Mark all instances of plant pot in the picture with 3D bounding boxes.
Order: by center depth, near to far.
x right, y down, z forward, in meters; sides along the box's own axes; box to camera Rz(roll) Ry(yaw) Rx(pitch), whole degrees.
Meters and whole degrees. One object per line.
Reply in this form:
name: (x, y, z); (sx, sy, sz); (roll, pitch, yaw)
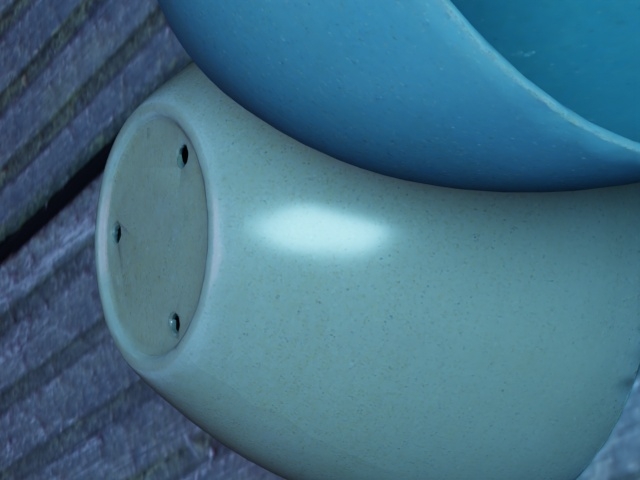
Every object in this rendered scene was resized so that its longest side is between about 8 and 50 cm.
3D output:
plant pot: (0.041, -0.140, 0.711); (0.195, 0.290, 0.290); (-24, 68, 47)
plant pot: (0.000, 0.000, 0.892); (0.284, 0.191, 0.284); (-7, 82, 59)
